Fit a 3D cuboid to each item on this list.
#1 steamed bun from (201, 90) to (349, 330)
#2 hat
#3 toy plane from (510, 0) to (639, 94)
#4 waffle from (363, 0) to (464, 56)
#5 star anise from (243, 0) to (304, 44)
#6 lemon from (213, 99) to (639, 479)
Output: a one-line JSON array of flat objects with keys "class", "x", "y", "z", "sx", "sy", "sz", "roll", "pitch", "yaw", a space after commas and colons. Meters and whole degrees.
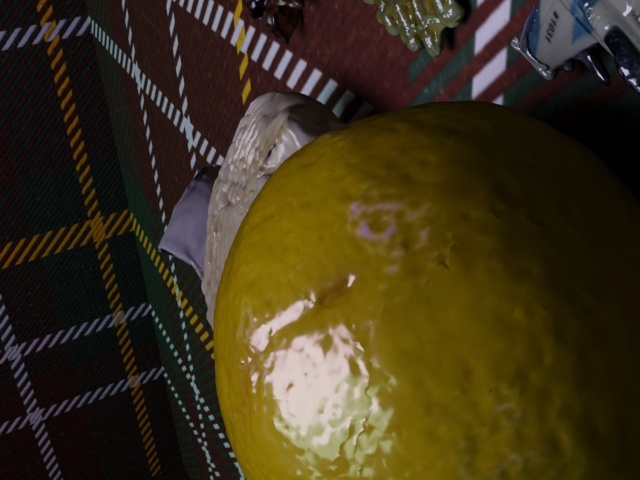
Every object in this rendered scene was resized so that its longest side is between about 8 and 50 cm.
[{"class": "steamed bun", "x": -0.001, "y": 0.003, "z": 0.871, "sx": 0.276, "sy": 0.203, "sz": 0.289, "roll": -66, "pitch": 28, "yaw": 22}, {"class": "hat", "x": -0.123, "y": 0.027, "z": 1.314, "sx": 0.301, "sy": 0.168, "sz": 0.258, "roll": 47, "pitch": -179, "yaw": 1}, {"class": "toy plane", "x": 0.188, "y": -0.137, "z": 0.477, "sx": 0.262, "sy": 0.088, "sz": 0.192, "roll": 52, "pitch": 158, "yaw": 20}, {"class": "waffle", "x": 0.079, "y": -0.262, "z": 0.694, "sx": 0.169, "sy": 0.036, "sz": 0.184, "roll": 53, "pitch": 152, "yaw": 37}, {"class": "star anise", "x": -0.059, "y": -0.323, "z": 0.962, "sx": 0.168, "sy": 0.057, "sz": 0.168, "roll": 37, "pitch": 139, "yaw": 41}, {"class": "lemon", "x": 0.085, "y": 0.068, "z": 0.551, "sx": 0.348, "sy": 0.347, "sz": 0.348, "roll": 50, "pitch": 150, "yaw": 44}]
